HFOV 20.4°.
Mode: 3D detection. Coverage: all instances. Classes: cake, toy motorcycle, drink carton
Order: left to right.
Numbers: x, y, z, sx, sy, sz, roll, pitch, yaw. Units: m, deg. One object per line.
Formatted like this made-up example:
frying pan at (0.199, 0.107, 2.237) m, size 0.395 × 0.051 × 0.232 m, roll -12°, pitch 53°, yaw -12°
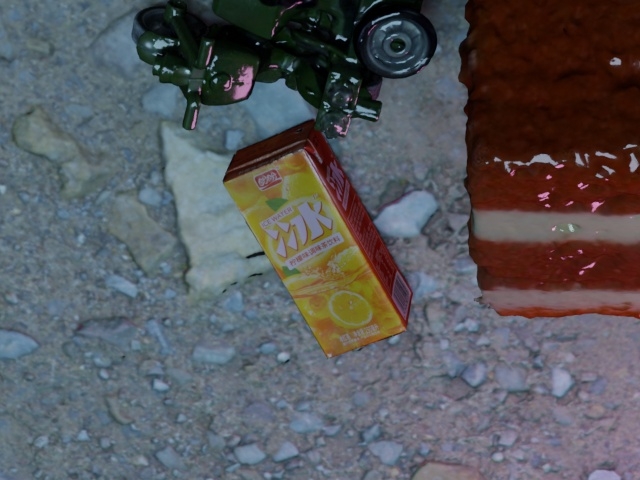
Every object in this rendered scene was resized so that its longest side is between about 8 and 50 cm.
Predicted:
toy motorcycle at (-0.032, -0.202, 1.621) m, size 0.275 × 0.127 × 0.205 m, roll 13°, pitch 124°, yaw -3°
drink carton at (0.000, 0.000, 1.764) m, size 0.096 × 0.071 × 0.223 m, roll -21°, pitch 115°, yaw 21°
cake at (0.260, -0.101, 1.505) m, size 0.270 × 0.269 × 0.319 m, roll 1°, pitch 153°, yaw 8°
